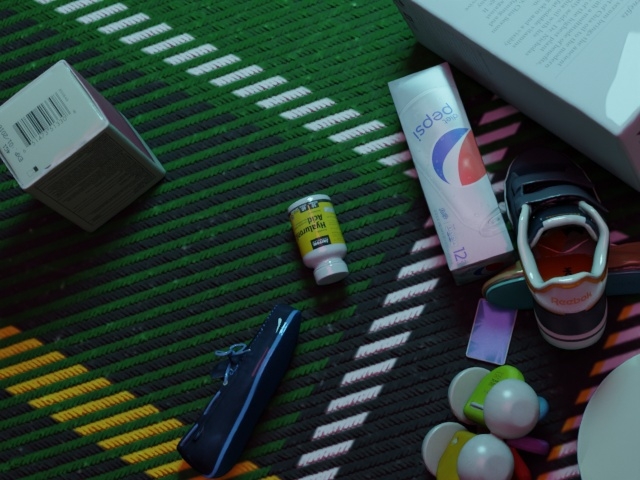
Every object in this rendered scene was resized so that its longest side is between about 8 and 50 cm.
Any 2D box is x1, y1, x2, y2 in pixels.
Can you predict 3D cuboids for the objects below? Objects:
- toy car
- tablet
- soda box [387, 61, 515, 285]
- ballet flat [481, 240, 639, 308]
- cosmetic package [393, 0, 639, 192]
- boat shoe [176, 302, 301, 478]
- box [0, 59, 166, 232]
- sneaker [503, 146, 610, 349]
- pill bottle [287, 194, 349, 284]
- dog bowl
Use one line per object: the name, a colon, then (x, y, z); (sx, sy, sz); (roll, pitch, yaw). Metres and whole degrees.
toy car: (0.227, 0.255, 1.550); (0.136, 0.159, 0.182); (29, 82, -18)
tablet: (0.232, 0.123, 1.640); (0.054, 0.006, 0.083); (13, 80, 14)
soda box: (0.180, -0.091, 1.658); (0.091, 0.098, 0.286); (-19, 72, 7)
ballet flat: (0.330, 0.043, 1.616); (0.232, 0.080, 0.073); (-5, 47, 8)
cosmetic package: (0.316, -0.284, 1.575); (0.230, 0.161, 0.453); (-46, 52, -2)
boat shoe: (-0.117, 0.194, 1.646); (0.089, 0.109, 0.258); (27, 81, 20)
box: (-0.342, -0.127, 1.706); (0.148, 0.232, 0.127); (-38, 72, 1)
sneaker: (0.304, -0.026, 1.545); (0.126, 0.127, 0.321); (-11, 48, 6)
pill bottle: (0.000, 0.000, 1.690); (0.065, 0.065, 0.116); (-21, 73, 6)
dog bowl: (0.451, 0.262, 1.471); (0.264, 0.104, 0.265); (-11, 63, 22)
